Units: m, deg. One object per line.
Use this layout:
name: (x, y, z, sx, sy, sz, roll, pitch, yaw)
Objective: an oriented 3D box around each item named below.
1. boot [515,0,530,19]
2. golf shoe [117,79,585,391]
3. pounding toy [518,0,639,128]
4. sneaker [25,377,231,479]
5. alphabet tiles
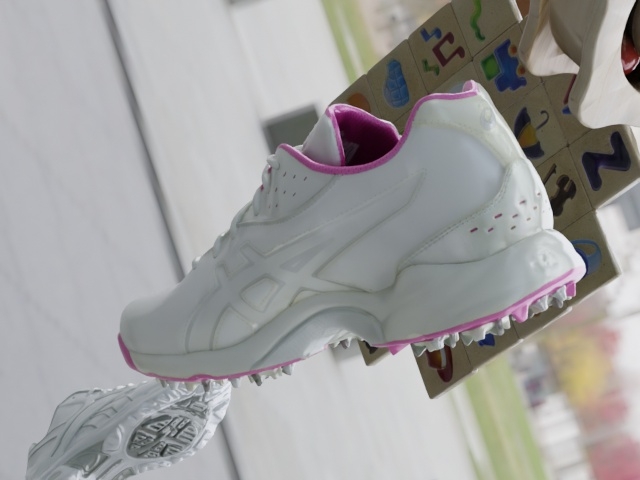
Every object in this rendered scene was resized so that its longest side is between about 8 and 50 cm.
boot: (0.259, -0.207, 2.130, 0.109, 0.283, 0.220, 13, 61, -40)
golf shoe: (0.000, 0.000, 1.098, 0.115, 0.306, 0.140, -26, 99, -53)
pounding toy: (0.213, -0.220, 1.376, 0.155, 0.154, 0.269, 51, -32, 36)
sneaker: (-0.184, 0.160, 1.785, 0.090, 0.232, 0.115, 44, 16, -42)
alphabet tiles: (0.119, -0.046, 1.637, 0.011, 0.342, 0.285, 1, 62, -42)
